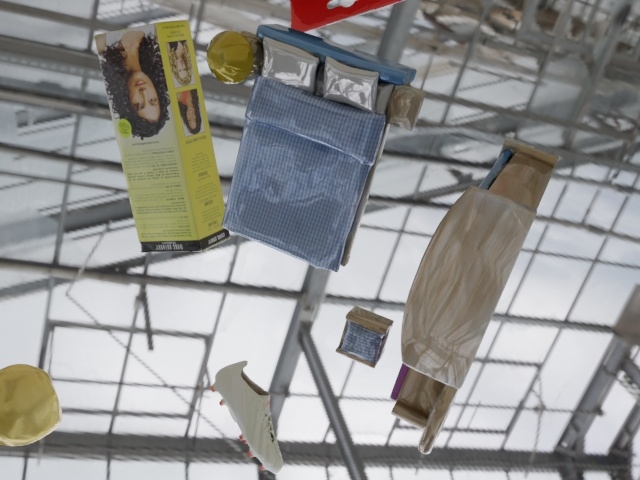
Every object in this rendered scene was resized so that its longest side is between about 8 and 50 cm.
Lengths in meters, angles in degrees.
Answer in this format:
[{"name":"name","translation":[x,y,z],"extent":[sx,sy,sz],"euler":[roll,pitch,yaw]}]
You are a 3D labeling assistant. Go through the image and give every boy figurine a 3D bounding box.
[{"name":"boy figurine","translation":[-0.412,0.211,0.854],"extent":[0.285,0.092,0.177],"euler":[-27,-151,-6]}]

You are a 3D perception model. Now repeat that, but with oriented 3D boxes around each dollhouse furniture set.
[{"name":"dollhouse furniture set","translation":[0.000,0.000,0.664],"extent":[0.303,0.286,0.198],"euler":[23,-157,14]}]

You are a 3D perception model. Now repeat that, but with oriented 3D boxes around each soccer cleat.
[{"name":"soccer cleat","translation":[-0.105,0.289,1.317],"extent":[0.196,0.076,0.068],"euler":[60,180,-4]}]

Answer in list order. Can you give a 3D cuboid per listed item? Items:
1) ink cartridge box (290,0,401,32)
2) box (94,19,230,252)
[{"name":"ink cartridge box","translation":[0.008,-0.336,0.811],"extent":[0.134,0.231,0.078],"euler":[-13,155,19]},{"name":"box","translation":[-0.162,-0.104,0.837],"extent":[0.087,0.232,0.058],"euler":[-3,-164,30]}]
